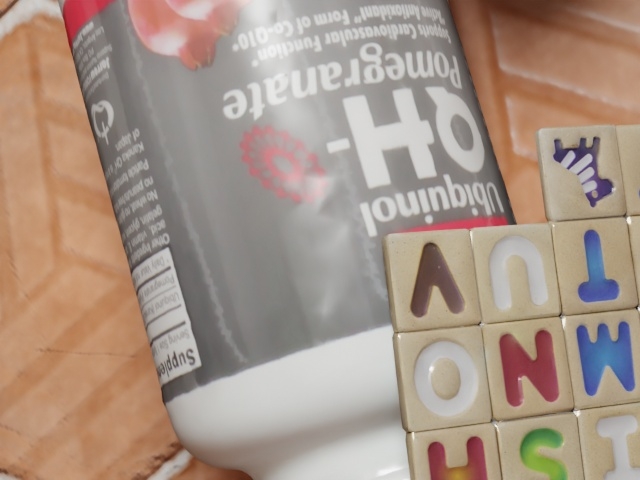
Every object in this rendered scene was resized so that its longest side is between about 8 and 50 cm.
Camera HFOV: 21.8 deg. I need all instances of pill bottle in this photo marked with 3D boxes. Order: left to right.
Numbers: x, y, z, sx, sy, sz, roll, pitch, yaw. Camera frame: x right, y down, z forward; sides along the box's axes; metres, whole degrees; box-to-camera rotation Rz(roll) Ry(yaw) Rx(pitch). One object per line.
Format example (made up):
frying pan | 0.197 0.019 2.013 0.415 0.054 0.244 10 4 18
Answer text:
pill bottle | 0.000 0.000 0.756 0.176 0.176 0.319 -19 81 18

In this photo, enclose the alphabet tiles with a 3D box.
alphabet tiles | 0.137 0.048 0.704 0.009 0.237 0.198 -17 79 63
